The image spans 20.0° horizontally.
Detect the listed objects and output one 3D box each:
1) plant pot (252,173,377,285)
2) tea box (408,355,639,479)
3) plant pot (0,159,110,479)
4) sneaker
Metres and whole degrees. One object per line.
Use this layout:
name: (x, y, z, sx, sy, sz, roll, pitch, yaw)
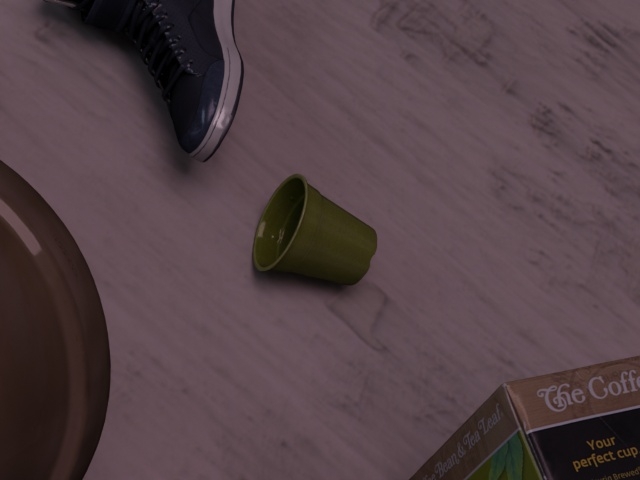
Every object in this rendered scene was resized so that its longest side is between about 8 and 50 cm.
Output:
plant pot: (0.000, 0.000, 1.453, 0.079, 0.083, 0.083, 24, 53, -23)
tea box: (0.281, 0.257, 1.315, 0.329, 0.220, 0.323, -8, 64, -26)
plant pot: (-0.304, 0.096, 1.050, 0.323, 0.280, 0.323, 0, 97, 3)
sneaker: (-0.150, -0.169, 1.473, 0.163, 0.086, 0.226, 17, 45, -25)
